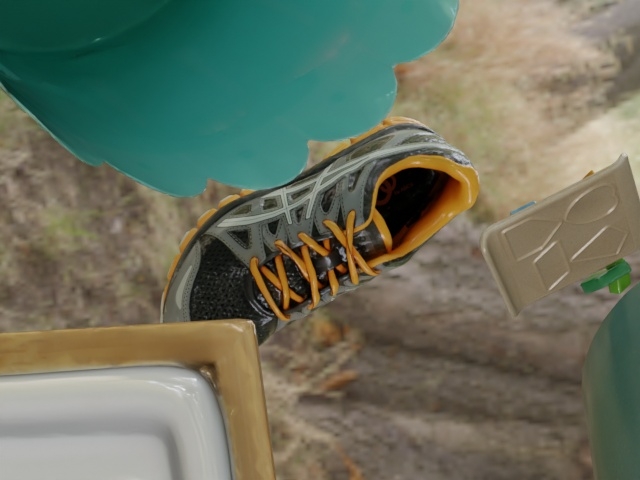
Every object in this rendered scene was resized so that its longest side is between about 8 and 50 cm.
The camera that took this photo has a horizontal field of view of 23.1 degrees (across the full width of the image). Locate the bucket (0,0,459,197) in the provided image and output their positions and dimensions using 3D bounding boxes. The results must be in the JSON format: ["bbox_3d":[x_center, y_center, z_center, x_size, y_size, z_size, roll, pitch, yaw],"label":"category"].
[{"bbox_3d":[-0.079,-0.175,0.728,0.281,0.183,0.281,-19,124,-31],"label":"bucket"}]

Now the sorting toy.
[{"bbox_3d":[0.092,0.004,0.580,0.012,0.062,0.083,60,1,36],"label":"sorting toy"}]

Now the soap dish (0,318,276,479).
[{"bbox_3d":[-0.112,0.172,0.661,0.118,0.228,0.291,-47,131,-72],"label":"soap dish"}]

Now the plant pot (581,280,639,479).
[{"bbox_3d":[0.257,0.158,0.642,0.293,0.293,0.235,48,36,-40],"label":"plant pot"}]

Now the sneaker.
[{"bbox_3d":[0.000,0.000,0.905,0.215,0.083,0.084,-38,117,-16],"label":"sneaker"}]
